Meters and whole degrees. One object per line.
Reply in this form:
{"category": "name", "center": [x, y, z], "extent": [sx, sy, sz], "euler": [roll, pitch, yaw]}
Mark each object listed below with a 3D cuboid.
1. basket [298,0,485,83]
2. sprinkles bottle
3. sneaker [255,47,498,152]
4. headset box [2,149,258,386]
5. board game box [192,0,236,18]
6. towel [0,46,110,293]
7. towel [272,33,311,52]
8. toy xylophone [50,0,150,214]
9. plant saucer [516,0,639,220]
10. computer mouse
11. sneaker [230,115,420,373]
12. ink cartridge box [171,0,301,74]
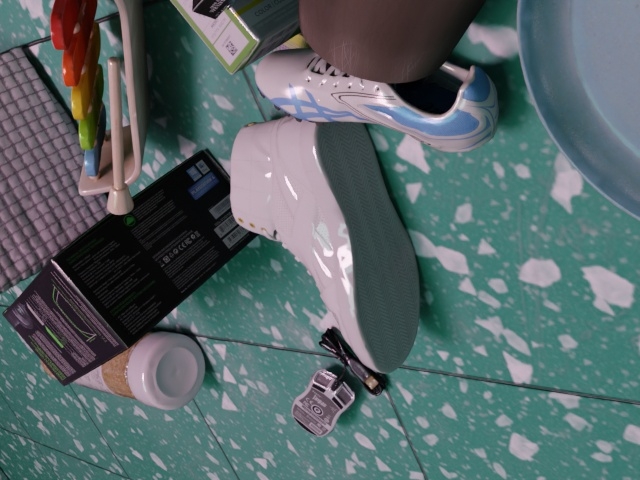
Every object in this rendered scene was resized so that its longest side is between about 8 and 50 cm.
{"category": "basket", "center": [0.062, -0.235, 0.573], "extent": [0.204, 0.154, 0.227], "euler": [29, 145, 8]}
{"category": "sprinkles bottle", "center": [-0.349, 0.205, 1.411], "extent": [0.355, 0.121, 0.121], "euler": [1, 123, 45]}
{"category": "sneaker", "center": [0.043, -0.142, 0.723], "extent": [0.237, 0.085, 0.086], "euler": [17, 147, 27]}
{"category": "headset box", "center": [-0.245, 0.044, 1.055], "extent": [0.131, 0.246, 0.283], "euler": [51, 145, -6]}
{"category": "board game box", "center": [-0.061, -0.286, 0.648], "extent": [0.126, 0.026, 0.186], "euler": [-25, 60, 53]}
{"category": "towel", "center": [-0.447, -0.090, 1.147], "extent": [0.121, 0.235, 0.284], "euler": [-5, 118, 51]}
{"category": "towel", "center": [-0.025, -0.174, 0.830], "extent": [0.060, 0.009, 0.083], "euler": [33, 140, 21]}
{"category": "toy xylophone", "center": [-0.239, -0.178, 0.896], "extent": [0.081, 0.236, 0.323], "euler": [1, 128, -6]}
{"category": "plant saucer", "center": [0.282, -0.130, 0.533], "extent": [0.317, 0.043, 0.318], "euler": [27, 140, 26]}
{"category": "computer mouse", "center": [0.015, 0.199, 1.108], "extent": [0.106, 0.042, 0.193], "euler": [38, 137, 6]}
{"category": "sneaker", "center": [0.000, 0.000, 0.895], "extent": [0.169, 0.108, 0.293], "euler": [2, 115, 46]}
{"category": "ink cartridge box", "center": [-0.099, -0.264, 0.738], "extent": [0.209, 0.109, 0.062], "euler": [50, 143, -3]}
